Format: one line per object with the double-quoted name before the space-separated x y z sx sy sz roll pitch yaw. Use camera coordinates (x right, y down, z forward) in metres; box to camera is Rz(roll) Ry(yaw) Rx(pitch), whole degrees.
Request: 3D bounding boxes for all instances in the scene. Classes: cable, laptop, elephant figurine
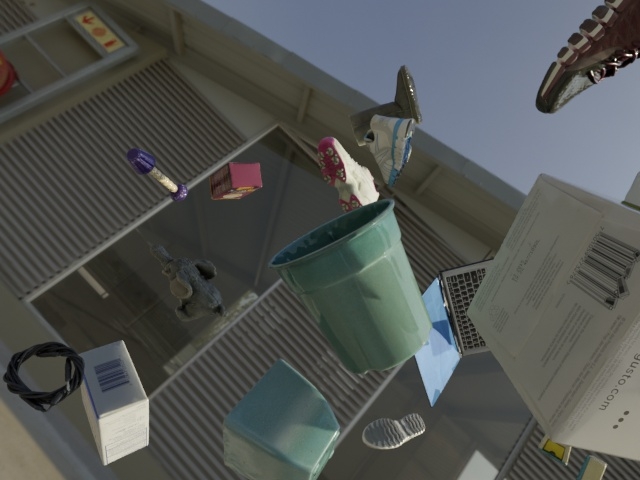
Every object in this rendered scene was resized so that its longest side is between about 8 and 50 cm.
"cable" -0.700 0.329 1.020 0.184 0.150 0.047 33 -27 10
"laptop" 0.511 0.302 1.349 0.236 0.408 0.382 -78 150 -64
"elephant figurine" -0.415 0.126 1.268 0.169 0.186 0.239 -115 -169 -62

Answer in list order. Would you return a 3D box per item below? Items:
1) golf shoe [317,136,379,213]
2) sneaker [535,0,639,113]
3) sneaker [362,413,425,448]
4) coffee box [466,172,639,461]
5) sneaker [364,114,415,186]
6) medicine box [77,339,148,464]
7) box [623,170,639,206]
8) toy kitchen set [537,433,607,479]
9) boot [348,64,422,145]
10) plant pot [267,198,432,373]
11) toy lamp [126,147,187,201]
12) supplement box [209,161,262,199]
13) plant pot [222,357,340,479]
"golf shoe" 0.096 -0.217 1.338 0.115 0.140 0.306 4 -49 48
"sneaker" 0.468 -0.281 0.586 0.162 0.106 0.281 48 -54 24
"sneaker" 0.265 0.734 1.512 0.115 0.281 0.105 -57 -140 35
"coffee box" 0.528 0.124 0.696 0.334 0.337 0.338 16 20 -9
"sneaker" 0.121 -0.169 0.740 0.083 0.071 0.190 24 -18 14
"medicine box" -0.697 0.542 1.357 0.263 0.149 0.289 44 -48 35
"box" 0.890 -0.065 0.979 0.232 0.148 0.127 30 -7 -2
"toy kitchen set" 0.692 0.638 1.141 0.166 0.122 0.207 22 -9 41
"boot" 0.186 -0.402 1.217 0.209 0.076 0.189 -8 -79 31
"plant pot" 0.095 0.121 1.009 0.341 0.341 0.334 -8 -69 62
"toy lamp" -0.550 -0.219 1.364 0.080 0.080 0.274 37 -9 23
"supplement box" -0.278 -0.190 1.305 0.188 0.104 0.080 -11 -94 56
"plant pot" -0.091 0.540 1.122 0.252 0.247 0.247 25 -50 21
